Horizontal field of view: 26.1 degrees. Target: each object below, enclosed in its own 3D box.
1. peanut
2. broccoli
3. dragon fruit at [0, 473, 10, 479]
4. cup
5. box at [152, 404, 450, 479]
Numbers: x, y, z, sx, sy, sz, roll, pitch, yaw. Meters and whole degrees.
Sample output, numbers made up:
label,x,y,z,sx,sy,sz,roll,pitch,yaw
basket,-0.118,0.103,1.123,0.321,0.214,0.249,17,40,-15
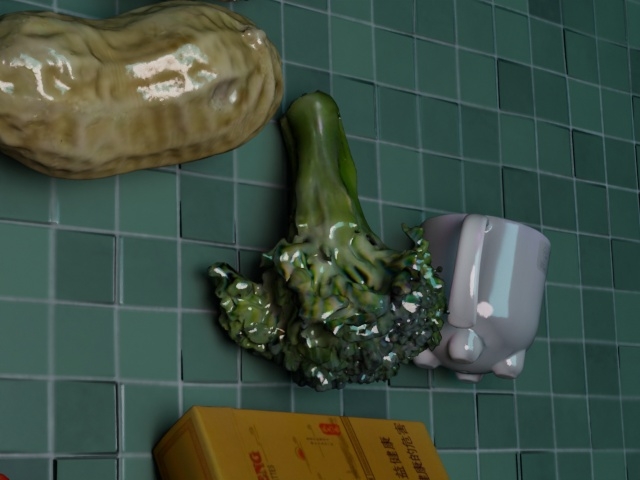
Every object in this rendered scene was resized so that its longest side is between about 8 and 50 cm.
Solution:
label,x,y,z,sx,sy,sz,roll,pitch,yaw
peanut,-0.159,-0.125,1.117,0.325,0.153,0.140,-9,83,-49
broccoli,-0.015,0.012,1.256,0.198,0.177,0.275,-29,70,-8
dragon fruit,-0.212,0.282,0.961,0.307,0.243,0.227,59,15,-67
cup,0.159,0.057,1.348,0.134,0.173,0.142,16,71,-16
box,0.006,0.238,1.190,0.274,0.076,0.174,10,42,-40
